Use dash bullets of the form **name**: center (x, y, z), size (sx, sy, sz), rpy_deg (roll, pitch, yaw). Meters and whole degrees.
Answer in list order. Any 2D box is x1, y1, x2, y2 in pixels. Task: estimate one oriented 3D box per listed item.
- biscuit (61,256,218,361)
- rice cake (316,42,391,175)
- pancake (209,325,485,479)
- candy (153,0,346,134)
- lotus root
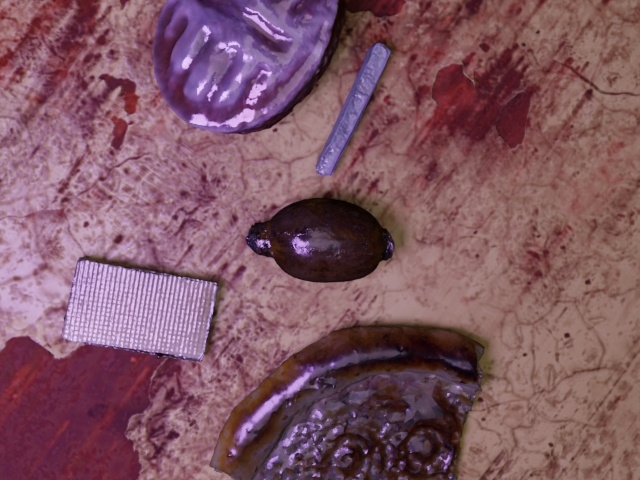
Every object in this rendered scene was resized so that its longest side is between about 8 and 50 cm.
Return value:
- **biscuit**: center (-0.252, 0.098, 1.047), size (0.199, 0.040, 0.121), rpy_deg (12, 91, -10)
- **rice cake**: center (0.046, -0.186, 1.067), size (0.033, 0.033, 0.208), rpy_deg (25, 91, -11)
- **pancake**: center (0.048, 0.278, 1.092), size (0.426, 0.067, 0.305), rpy_deg (-6, 97, -9)
- **candy**: center (-0.088, -0.275, 0.980), size (0.214, 0.157, 0.290), rpy_deg (36, 96, 5)
- **lotus root**: center (0.000, 0.000, 1.038), size (0.209, 0.120, 0.120), rpy_deg (2, 95, -9)
